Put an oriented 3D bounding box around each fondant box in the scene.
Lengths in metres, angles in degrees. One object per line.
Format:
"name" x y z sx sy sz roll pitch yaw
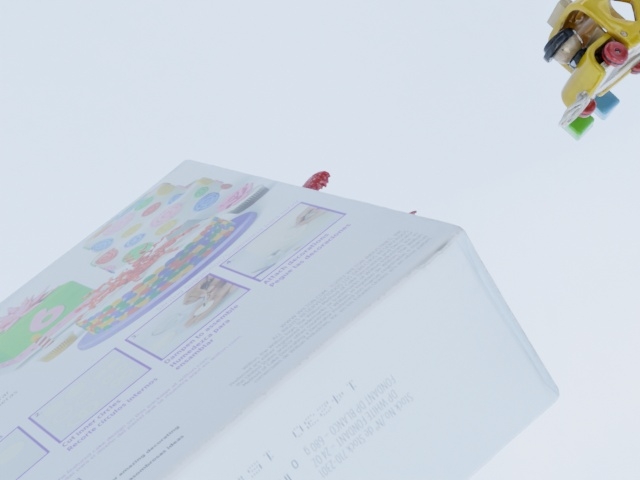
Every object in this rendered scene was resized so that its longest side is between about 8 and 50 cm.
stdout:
"fondant box" -0.074 0.080 0.863 0.238 0.330 0.096 -39 112 -15

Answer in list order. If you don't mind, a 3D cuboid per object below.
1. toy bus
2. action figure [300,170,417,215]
"toy bus" 0.291 -0.214 1.932 0.191 0.104 0.202 -49 167 8
"action figure" 0.000 0.000 1.554 0.091 0.139 0.280 44 7 -1
